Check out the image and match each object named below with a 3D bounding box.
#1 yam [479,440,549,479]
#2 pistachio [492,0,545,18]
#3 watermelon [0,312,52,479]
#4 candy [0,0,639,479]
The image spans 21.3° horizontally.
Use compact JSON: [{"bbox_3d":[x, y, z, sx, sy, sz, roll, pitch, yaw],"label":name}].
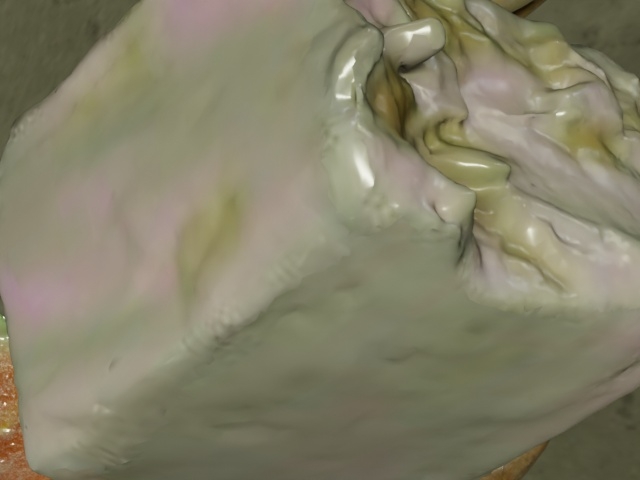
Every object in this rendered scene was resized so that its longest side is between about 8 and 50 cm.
[{"bbox_3d":[0.131,0.204,1.410,0.057,0.057,0.241,33,96,-11],"label":"yam"},{"bbox_3d":[0.061,-0.208,0.971,0.288,0.166,0.197,-37,83,-12],"label":"pistachio"},{"bbox_3d":[-0.207,0.142,1.182,0.128,0.146,0.231,9,101,-7],"label":"watermelon"},{"bbox_3d":[0.000,0.000,0.550,0.185,0.195,0.137,20,45,-39],"label":"candy"}]
